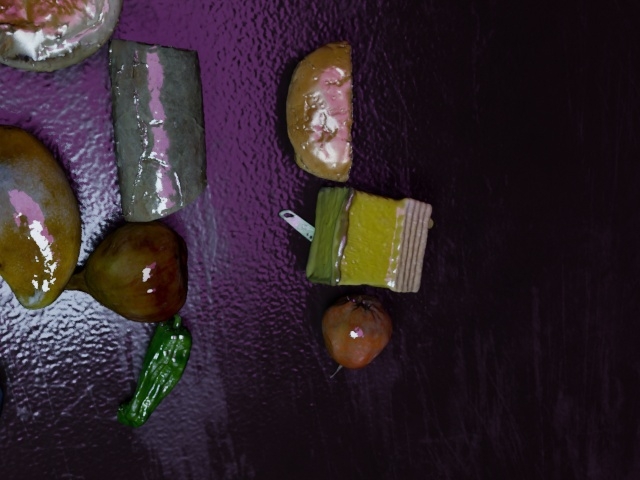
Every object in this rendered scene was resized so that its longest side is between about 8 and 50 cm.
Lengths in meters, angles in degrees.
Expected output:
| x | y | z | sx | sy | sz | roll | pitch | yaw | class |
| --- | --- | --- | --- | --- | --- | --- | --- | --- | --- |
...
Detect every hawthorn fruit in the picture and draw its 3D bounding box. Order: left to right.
| x | y | z | sx | sy | sz | roll | pitch | yaw | class |
| --- | --- | --- | --- | --- | --- | --- | --- | --- | --- |
| 0.078 | 0.192 | 1.426 | 0.149 | 0.149 | 0.189 | -24 | 129 | -13 | hawthorn fruit |

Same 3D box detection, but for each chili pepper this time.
| x | y | z | sx | sy | sz | roll | pitch | yaw | class |
| --- | --- | --- | --- | --- | --- | --- | --- | --- | --- |
| -0.310 | 0.249 | 1.337 | 0.100 | 0.074 | 0.257 | 19 | 99 | -37 | chili pepper |

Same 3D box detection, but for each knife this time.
| x | y | z | sx | sy | sz | roll | pitch | yaw | class |
| --- | --- | --- | --- | --- | --- | --- | --- | --- | --- |
| 0.000 | 0.000 | 1.427 | 0.207 | 0.014 | 0.030 | 36 | 87 | -19 | knife |

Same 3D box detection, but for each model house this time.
| x | y | z | sx | sy | sz | roll | pitch | yaw | class |
| --- | --- | --- | --- | --- | --- | --- | --- | --- | --- |
| 0.112 | 0.003 | 1.368 | 0.234 | 0.175 | 0.194 | 8 | 88 | -18 | model house |

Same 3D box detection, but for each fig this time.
| x | y | z | sx | sy | sz | roll | pitch | yaw | class |
| --- | --- | --- | --- | --- | --- | --- | --- | --- | --- |
| -0.366 | 0.040 | 1.261 | 0.290 | 0.190 | 0.191 | 12 | 98 | 18 | fig |

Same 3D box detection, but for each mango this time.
| x | y | z | sx | sy | sz | roll | pitch | yaw | class |
| --- | --- | --- | --- | --- | --- | --- | --- | --- | --- |
| -0.500 | -0.042 | 1.164 | 0.192 | 0.146 | 0.316 | -22 | 88 | -1 | mango |

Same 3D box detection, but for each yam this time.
| x | y | z | sx | sy | sz | roll | pitch | yaw | class |
| --- | --- | --- | --- | --- | --- | --- | --- | --- | --- |
| -0.281 | -0.194 | 1.221 | 0.168 | 0.168 | 0.304 | -6 | 102 | -17 | yam |

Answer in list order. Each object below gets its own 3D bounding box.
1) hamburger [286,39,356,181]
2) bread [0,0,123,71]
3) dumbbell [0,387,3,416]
| x | y | z | sx | sy | sz | roll | pitch | yaw | class |
| --- | --- | --- | --- | --- | --- | --- | --- | --- | --- |
| 0.001 | -0.242 | 1.324 | 0.130 | 0.124 | 0.262 | 0 | 99 | -17 | hamburger |
| -0.460 | -0.420 | 1.121 | 0.305 | 0.159 | 0.306 | -1 | 97 | -13 | bread |
| -0.712 | 0.286 | 1.181 | 0.324 | 0.160 | 0.144 | 14 | 64 | -19 | dumbbell |
